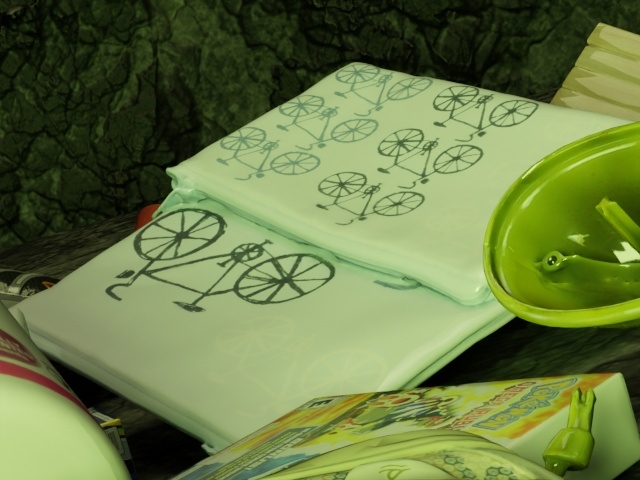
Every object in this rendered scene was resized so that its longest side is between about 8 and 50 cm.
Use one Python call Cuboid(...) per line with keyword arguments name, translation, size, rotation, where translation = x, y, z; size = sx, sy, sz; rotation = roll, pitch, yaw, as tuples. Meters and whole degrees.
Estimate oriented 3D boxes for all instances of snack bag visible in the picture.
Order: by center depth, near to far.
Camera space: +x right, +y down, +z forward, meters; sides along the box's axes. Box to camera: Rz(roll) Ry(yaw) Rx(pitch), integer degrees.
Cuboid(name="snack bag", translation=(0.000, 0.000, 1.126), size=(0.342, 0.037, 0.323), rotation=(-34, 32, -26))

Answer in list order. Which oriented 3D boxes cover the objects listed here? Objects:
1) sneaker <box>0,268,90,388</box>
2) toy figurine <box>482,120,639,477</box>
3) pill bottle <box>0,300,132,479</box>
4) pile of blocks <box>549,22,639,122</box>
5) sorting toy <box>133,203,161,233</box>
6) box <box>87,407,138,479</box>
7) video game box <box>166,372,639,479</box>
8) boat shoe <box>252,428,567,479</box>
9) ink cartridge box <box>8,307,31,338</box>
Cuboid(name="sneaker", translation=(-0.190, 0.067, 1.349), size=(0.083, 0.084, 0.215), rotation=(5, -7, 22))
Cuboid(name="toy figurine", translation=(0.274, 0.025, 0.759), size=(0.362, 0.191, 0.217), rotation=(-19, -25, 31))
Cuboid(name="pill bottle", translation=(-0.196, 0.073, 0.781), size=(0.160, 0.160, 0.283), rotation=(-19, 30, -21))
Cuboid(name="pile of blocks", translation=(0.351, -0.083, 1.401), size=(0.362, 0.149, 0.113), rotation=(-3, -31, 24))
Cuboid(name="sorting toy", translation=(-0.042, 0.055, 1.267), size=(0.365, 0.127, 0.126), rotation=(-2, 45, 53))
Cuboid(name="box", translation=(-0.180, 0.141, 0.983), size=(0.169, 0.054, 0.059), rotation=(-18, 8, -20))
Cuboid(name="video game box", translation=(0.008, 0.115, 0.812), size=(0.187, 0.048, 0.205), rotation=(-6, 12, 41))
Cuboid(name="boat shoe", translation=(-0.035, 0.125, 0.605), size=(0.285, 0.105, 0.089), rotation=(-19, 5, -24))
Cuboid(name="ink cartridge box", translation=(-0.229, 0.127, 0.901), size=(0.208, 0.045, 0.206), rotation=(-14, 35, -6))
